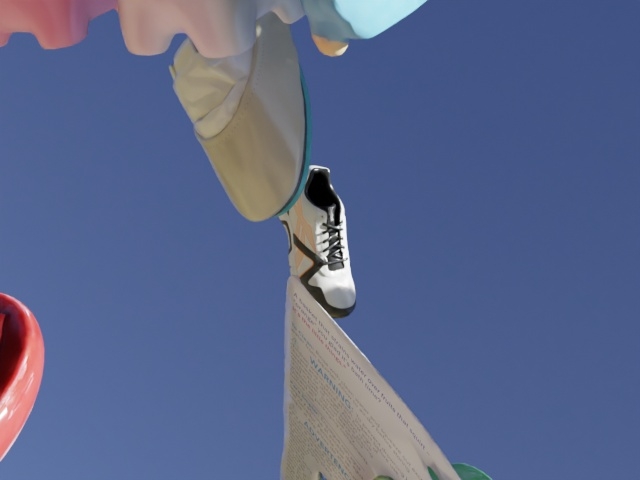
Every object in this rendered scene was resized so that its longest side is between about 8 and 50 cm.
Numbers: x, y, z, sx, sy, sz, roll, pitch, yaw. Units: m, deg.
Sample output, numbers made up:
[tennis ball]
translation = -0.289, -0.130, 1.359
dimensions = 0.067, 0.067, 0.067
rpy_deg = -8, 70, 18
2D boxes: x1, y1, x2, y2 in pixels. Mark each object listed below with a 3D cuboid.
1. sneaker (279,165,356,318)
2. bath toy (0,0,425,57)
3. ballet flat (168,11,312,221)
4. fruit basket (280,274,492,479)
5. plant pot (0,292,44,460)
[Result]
[sneaker]
translation = 0.000, 0.000, 1.176
dimensions = 0.044, 0.040, 0.109
rpy_deg = -28, -100, 51
[bath toy]
translation = -0.110, -0.166, 0.822
dimensions = 0.348, 0.151, 0.129
rpy_deg = 3, -62, 27
[ballet flat]
translation = -0.057, -0.121, 1.068
dimensions = 0.086, 0.248, 0.086
rpy_deg = -2, -38, -2
[fruit basket]
translation = 0.078, 0.221, 1.002
dimensions = 0.327, 0.165, 0.353
rpy_deg = 50, -29, 28
[plant pot]
translation = -0.210, 0.026, 0.672
dimensions = 0.191, 0.191, 0.174
rpy_deg = -2, -52, 43
